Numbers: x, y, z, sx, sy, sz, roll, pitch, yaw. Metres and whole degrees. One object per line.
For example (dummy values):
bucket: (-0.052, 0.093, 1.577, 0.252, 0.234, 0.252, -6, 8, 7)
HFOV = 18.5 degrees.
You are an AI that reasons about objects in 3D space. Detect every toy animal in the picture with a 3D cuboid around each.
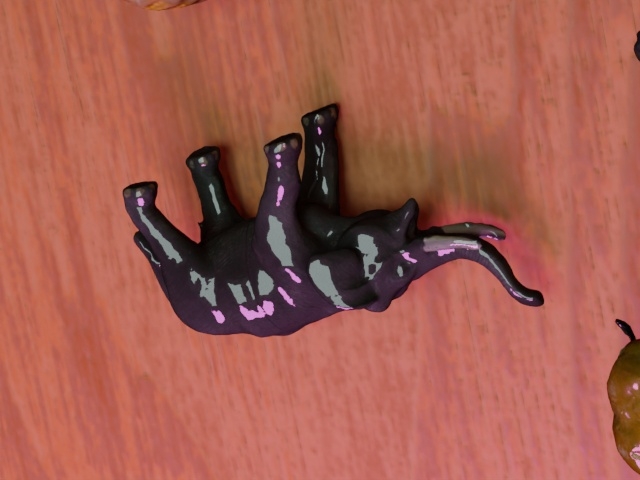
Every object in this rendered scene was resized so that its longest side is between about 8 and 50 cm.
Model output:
toy animal: (0.000, -0.009, 1.226, 0.270, 0.082, 0.137, -7, 105, 27)

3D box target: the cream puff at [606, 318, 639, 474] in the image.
cream puff: (0.238, 0.106, 1.104, 0.156, 0.121, 0.156, 7, 110, 21)

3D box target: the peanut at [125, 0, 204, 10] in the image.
peanut: (-0.059, -0.193, 1.194, 0.207, 0.087, 0.087, -11, 100, 32)

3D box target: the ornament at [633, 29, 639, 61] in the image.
ornament: (0.308, -0.064, 1.039, 0.202, 0.080, 0.236, -35, 85, 35)
